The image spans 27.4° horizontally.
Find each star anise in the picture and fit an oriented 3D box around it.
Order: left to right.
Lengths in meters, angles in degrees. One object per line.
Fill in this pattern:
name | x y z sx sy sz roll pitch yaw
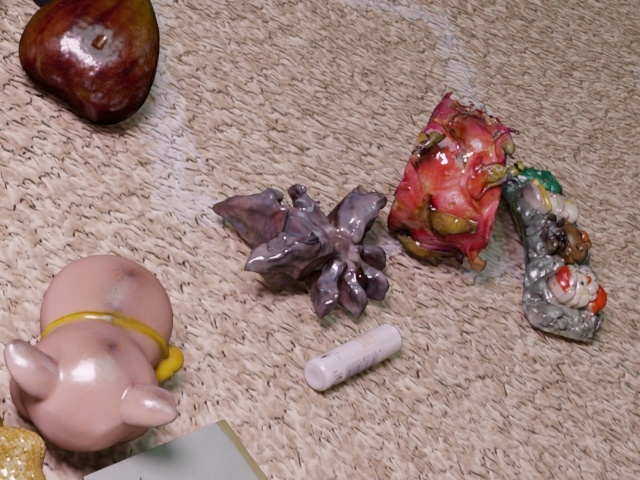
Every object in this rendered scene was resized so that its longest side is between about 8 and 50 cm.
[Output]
star anise | -0.004 0.000 1.594 0.258 0.110 0.198 5 46 -39

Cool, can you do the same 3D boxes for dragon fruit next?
dragon fruit | 0.181 -0.073 1.699 0.147 0.211 0.282 24 -6 4

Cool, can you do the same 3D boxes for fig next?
fig | -0.268 -0.271 1.660 0.170 0.145 0.274 27 53 -7

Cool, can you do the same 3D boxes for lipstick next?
lipstick | 0.038 0.136 1.530 0.141 0.040 0.040 -23 63 -45

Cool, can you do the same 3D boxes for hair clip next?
hair clip | 0.330 -0.004 1.834 0.138 0.091 0.321 15 43 -24

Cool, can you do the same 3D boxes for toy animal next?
toy animal | -0.218 0.110 1.313 0.165 0.149 0.248 8 31 -6

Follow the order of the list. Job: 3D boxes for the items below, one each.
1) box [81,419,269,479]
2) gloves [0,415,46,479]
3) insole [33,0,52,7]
box | -0.094 0.311 1.251 0.211 0.045 0.270 -19 61 -44
gloves | -0.321 0.205 1.116 0.155 0.203 0.356 -28 60 -23
insole | -0.406 -0.362 1.791 0.152 0.002 0.053 45 40 16
